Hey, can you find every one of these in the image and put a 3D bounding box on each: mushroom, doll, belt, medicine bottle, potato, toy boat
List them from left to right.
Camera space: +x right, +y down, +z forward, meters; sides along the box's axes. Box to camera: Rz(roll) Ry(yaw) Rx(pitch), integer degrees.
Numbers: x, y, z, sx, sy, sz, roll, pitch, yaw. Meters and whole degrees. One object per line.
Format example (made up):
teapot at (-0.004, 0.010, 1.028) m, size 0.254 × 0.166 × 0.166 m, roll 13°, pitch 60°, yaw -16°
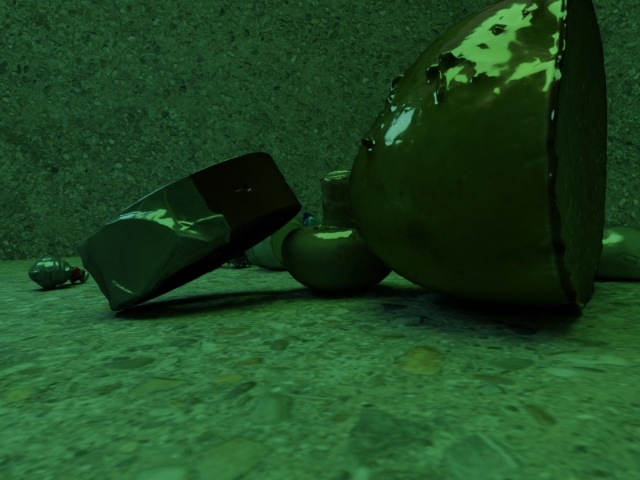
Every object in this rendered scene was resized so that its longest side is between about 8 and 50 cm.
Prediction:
doll at (-0.622, 0.078, 1.017) m, size 0.094 × 0.079 × 0.180 m, roll -3°, pitch -10°, yaw 3°
belt at (-0.196, -0.014, 0.694) m, size 0.339 × 0.122 × 0.217 m, roll -30°, pitch -5°, yaw -21°
medicine bottle at (-0.121, 0.007, 1.191) m, size 0.147 × 0.147 × 0.143 m, roll -4°, pitch -1°, yaw -40°
toy boat at (-0.026, -0.012, 1.261) m, size 0.110 × 0.175 × 0.091 m, roll 9°, pitch 43°, yaw 41°
mushroom at (0.022, -0.002, 0.751) m, size 0.206 × 0.209 × 0.206 m, roll -29°, pitch 4°, yaw 2°
potato at (0.208, -0.109, 0.605) m, size 0.319 × 0.385 × 0.442 m, roll -2°, pitch 7°, yaw 36°
mushroom at (0.465, 0.022, 0.746) m, size 0.225 × 0.093 × 0.116 m, roll 3°, pitch 24°, yaw 15°

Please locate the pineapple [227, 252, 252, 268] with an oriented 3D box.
pineapple at (-0.334, 0.031, 1.346) m, size 0.277 × 0.119 × 0.130 m, roll 0°, pitch -16°, yaw 27°
